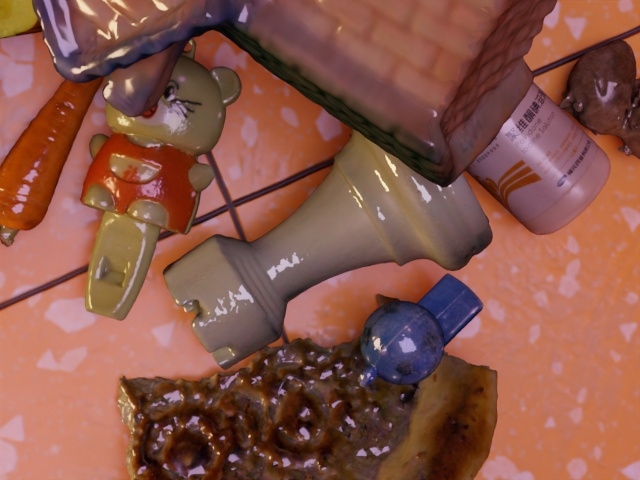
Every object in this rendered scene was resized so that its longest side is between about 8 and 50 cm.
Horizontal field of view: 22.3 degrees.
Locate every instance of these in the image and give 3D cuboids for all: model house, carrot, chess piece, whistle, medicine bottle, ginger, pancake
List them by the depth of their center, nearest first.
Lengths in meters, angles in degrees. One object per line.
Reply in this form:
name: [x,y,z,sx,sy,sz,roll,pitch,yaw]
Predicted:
model house: [-0.001,-0.271,1.431,0.445,0.395,0.400,32,117,11]
whistle: [-0.170,-0.064,1.575,0.131,0.106,0.288,17,86,9]
pancake: [-0.012,0.213,1.581,0.427,0.067,0.304,-17,64,-9]
carrot: [-0.258,-0.113,1.586,0.061,0.061,0.256,27,84,-12]
whistle: [0.093,0.088,1.586,0.158,0.090,0.090,-44,101,-16]
chess piece: [0.000,0.000,1.589,0.299,0.194,0.194,-32,99,1]
medicine bottle: [0.173,-0.124,1.643,0.252,0.114,0.114,43,84,-10]
ginger: [0.352,-0.131,1.696,0.204,0.080,0.104,29,82,-10]

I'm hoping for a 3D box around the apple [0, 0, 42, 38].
apple: [-0.298,-0.256,1.514,0.146,0.163,0.147,-9,111,31]
